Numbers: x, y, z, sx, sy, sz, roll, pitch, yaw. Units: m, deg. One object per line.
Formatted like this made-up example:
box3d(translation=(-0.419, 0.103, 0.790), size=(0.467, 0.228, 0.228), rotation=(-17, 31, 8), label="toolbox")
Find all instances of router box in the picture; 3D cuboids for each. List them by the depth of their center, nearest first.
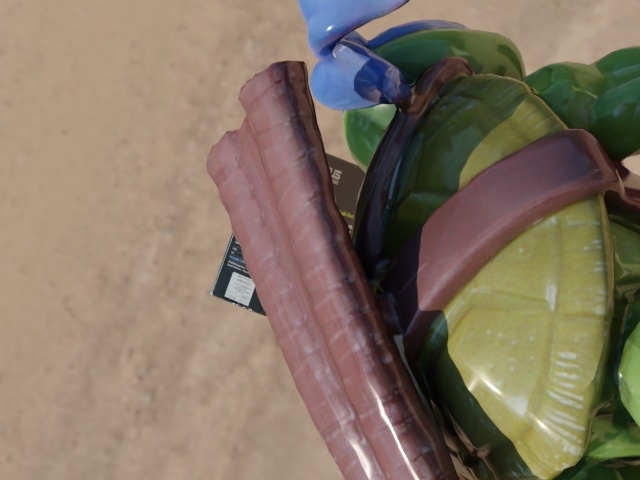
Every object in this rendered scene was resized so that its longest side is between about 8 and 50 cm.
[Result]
box3d(translation=(0.000, 0.000, 0.956), size=(0.038, 0.122, 0.092), rotation=(20, 92, 31), label="router box")

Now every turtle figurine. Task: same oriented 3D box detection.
box3d(translation=(0.114, 0.051, 0.438), size=(0.197, 0.275, 0.266), rotation=(-30, 39, 10), label="turtle figurine")
